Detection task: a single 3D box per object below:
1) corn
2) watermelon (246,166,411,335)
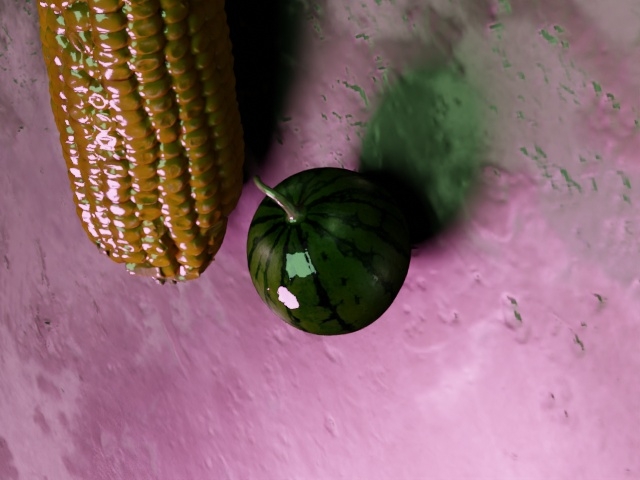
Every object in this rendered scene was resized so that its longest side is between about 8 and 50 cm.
[{"bbox_3d":[-0.107,-0.097,0.728,0.119,0.119,0.322,37,147,30],"label":"corn"},{"bbox_3d":[0.004,0.004,0.694,0.109,0.109,0.109,21,122,39],"label":"watermelon"}]
